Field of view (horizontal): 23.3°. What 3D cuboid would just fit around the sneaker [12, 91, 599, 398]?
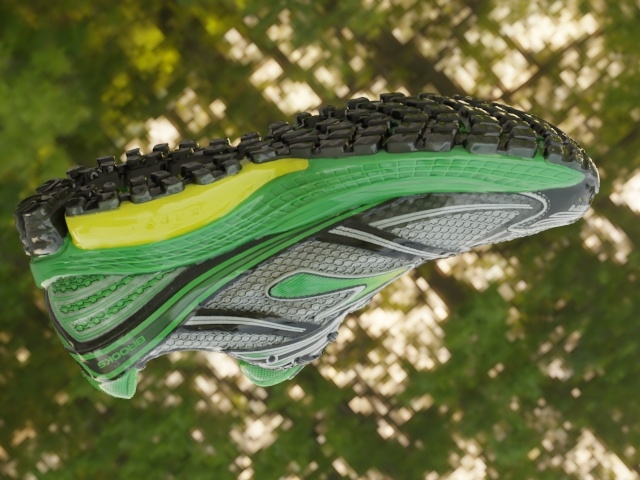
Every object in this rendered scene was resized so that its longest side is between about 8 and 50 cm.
[{"bbox_3d":[0.000,0.000,0.941,0.343,0.146,0.134,-12,-162,1],"label":"sneaker"}]
